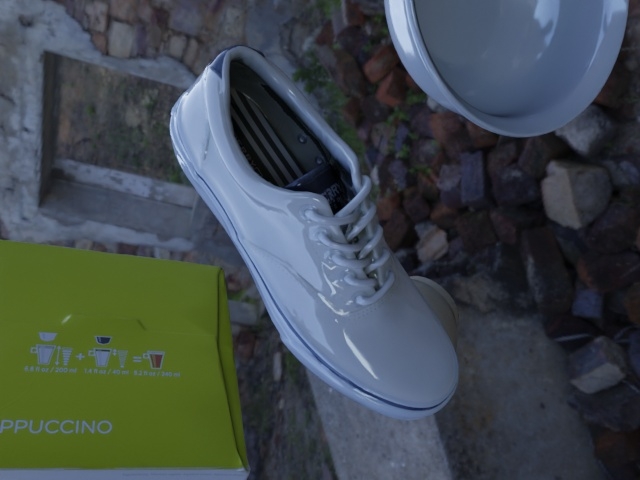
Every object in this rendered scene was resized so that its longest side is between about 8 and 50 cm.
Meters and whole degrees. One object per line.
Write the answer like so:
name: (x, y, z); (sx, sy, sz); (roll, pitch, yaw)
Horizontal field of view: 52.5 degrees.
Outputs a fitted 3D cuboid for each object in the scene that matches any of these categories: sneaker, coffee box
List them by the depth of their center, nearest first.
sneaker: (0.000, 0.000, 0.391); (0.094, 0.258, 0.091); (-40, 0, -28)
coffee box: (-0.312, 0.243, 0.867); (0.338, 0.337, 0.335); (-106, 32, -46)

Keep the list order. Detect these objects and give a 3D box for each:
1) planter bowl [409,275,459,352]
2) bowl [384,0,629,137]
planter bowl: (0.111, 0.113, 0.838); (0.109, 0.162, 0.162); (-38, -14, -37)
bowl: (0.173, -0.257, 0.680); (0.134, 0.297, 0.298); (16, 94, 59)
